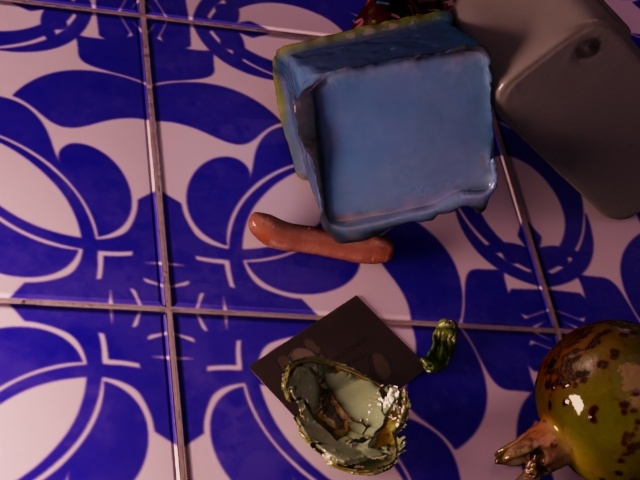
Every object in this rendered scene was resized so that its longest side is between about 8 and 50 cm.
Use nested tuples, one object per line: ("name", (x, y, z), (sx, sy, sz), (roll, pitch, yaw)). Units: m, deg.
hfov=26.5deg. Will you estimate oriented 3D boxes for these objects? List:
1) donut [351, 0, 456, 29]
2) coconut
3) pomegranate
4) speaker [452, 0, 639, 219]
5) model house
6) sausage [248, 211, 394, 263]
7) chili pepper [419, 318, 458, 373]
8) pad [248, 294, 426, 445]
("donut", (0.161, -0.290, 1.956), (0.235, 0.089, 0.235), (12, 48, -14))
("coconut", (0.033, 0.196, 1.505), (0.133, 0.055, 0.158), (-11, 58, -30))
("pomegranate", (0.317, 0.204, 1.550), (0.198, 0.246, 0.198), (43, 15, -14))
("speaker", (0.341, -0.204, 1.776), (0.406, 0.183, 0.184), (34, 25, -48))
("model house", (0.068, -0.173, 1.708), (0.237, 0.216, 0.303), (-13, 30, -7))
("sausage", (0.000, 0.000, 1.674), (0.186, 0.043, 0.043), (10, 48, -13))
("chili pepper", (0.144, 0.129, 1.633), (0.030, 0.034, 0.091), (4, 40, 27))
("pad", (0.023, 0.147, 1.584), (0.127, 0.004, 0.190), (44, 49, 18))
